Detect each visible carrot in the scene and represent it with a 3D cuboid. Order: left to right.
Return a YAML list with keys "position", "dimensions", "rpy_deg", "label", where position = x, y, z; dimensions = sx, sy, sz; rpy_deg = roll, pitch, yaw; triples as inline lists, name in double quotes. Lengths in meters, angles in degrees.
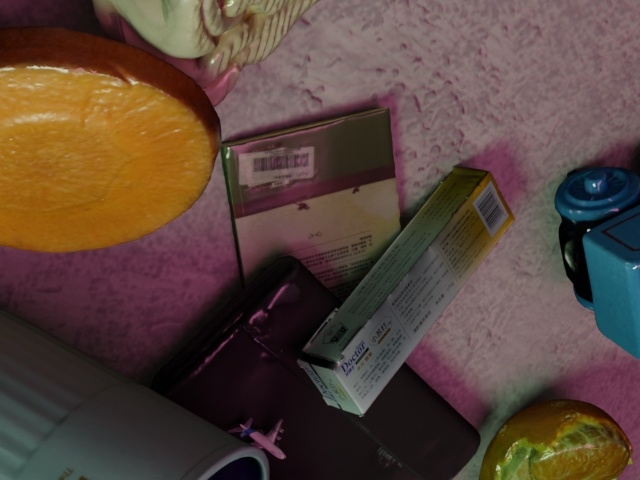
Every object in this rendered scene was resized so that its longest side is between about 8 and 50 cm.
- position: [-0.241, -0.093, 1.160]
  dimensions: [0.307, 0.100, 0.258]
  rpy_deg: [-5, 145, 6]
  label: "carrot"

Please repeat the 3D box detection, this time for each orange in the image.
- position: [0.292, 0.309, 1.643]
  dimensions: [0.179, 0.158, 0.237]
  rpy_deg: [-4, 114, -25]
  label: "orange"

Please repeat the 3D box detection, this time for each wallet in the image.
- position: [0.006, 0.208, 1.501]
  dimensions: [0.228, 0.062, 0.406]
  rpy_deg: [-42, 127, 6]
  label: "wallet"

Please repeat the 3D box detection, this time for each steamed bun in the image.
- position: [-0.109, -0.294, 1.150]
  dimensions: [0.280, 0.207, 0.268]
  rpy_deg: [-49, 165, -20]
  label: "steamed bun"

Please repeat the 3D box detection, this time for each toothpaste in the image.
- position: [0.102, 0.053, 1.431]
  dimensions: [0.313, 0.071, 0.089]
  rpy_deg: [-50, 127, -24]
  label: "toothpaste"

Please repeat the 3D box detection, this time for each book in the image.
- position: [0.000, 0.000, 1.442]
  dimensions: [0.201, 0.026, 0.290]
  rpy_deg: [-15, 118, -17]
  label: "book"

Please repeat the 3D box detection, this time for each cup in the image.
- position: [-0.251, 0.261, 1.206]
  dimensions: [0.257, 0.311, 0.331]
  rpy_deg: [-39, 149, -47]
  label: "cup"

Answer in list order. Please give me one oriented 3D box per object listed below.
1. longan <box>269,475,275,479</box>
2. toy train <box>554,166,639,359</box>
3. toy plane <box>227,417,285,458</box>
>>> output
- position: [-0.155, 0.347, 1.395]
  dimensions: [0.258, 0.258, 0.258]
  rpy_deg: [-10, 116, -21]
  label: "longan"
- position: [0.448, -0.007, 1.513]
  dimensions: [0.300, 0.265, 0.188]
  rpy_deg: [-25, 121, -15]
  label: "toy train"
- position: [-0.066, 0.225, 1.429]
  dimensions: [0.078, 0.024, 0.084]
  rpy_deg: [-33, 137, 20]
  label: "toy plane"
